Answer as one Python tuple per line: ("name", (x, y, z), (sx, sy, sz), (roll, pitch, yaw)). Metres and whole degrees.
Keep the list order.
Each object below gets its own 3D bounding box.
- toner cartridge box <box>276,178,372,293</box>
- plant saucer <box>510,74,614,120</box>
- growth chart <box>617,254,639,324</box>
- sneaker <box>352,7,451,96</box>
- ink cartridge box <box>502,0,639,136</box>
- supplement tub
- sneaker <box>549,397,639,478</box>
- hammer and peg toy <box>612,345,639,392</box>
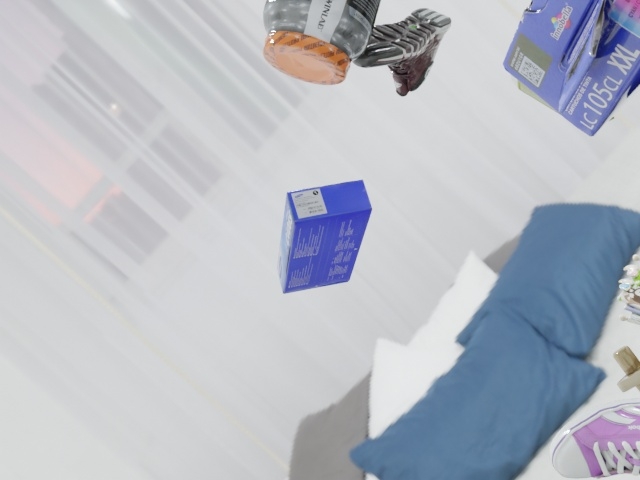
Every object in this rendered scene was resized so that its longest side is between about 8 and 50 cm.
("toner cartridge box", (0.000, 0.000, 1.779), (0.165, 0.075, 0.348), (-9, -27, -12))
("plant saucer", (0.411, -0.260, 1.450), (0.045, 0.188, 0.188), (-58, 2, 18))
("growth chart", (0.772, 0.123, 1.890), (0.171, 0.021, 0.237), (11, 44, 25))
("sneaker", (0.154, -0.345, 1.624), (0.281, 0.106, 0.163), (-30, -36, -38))
("ink cartridge box", (0.361, -0.299, 0.884), (0.395, 0.151, 0.270), (-40, -17, -20))
("supplement tub", (0.016, -0.446, 1.433), (0.193, 0.193, 0.316), (163, 124, -72))
("sneaker", (0.468, 0.300, 1.167), (0.282, 0.102, 0.161), (-25, 17, 16))
("hammer and peg toy", (0.754, 0.166, 1.581), (0.265, 0.127, 0.361), (-22, -17, -43))
